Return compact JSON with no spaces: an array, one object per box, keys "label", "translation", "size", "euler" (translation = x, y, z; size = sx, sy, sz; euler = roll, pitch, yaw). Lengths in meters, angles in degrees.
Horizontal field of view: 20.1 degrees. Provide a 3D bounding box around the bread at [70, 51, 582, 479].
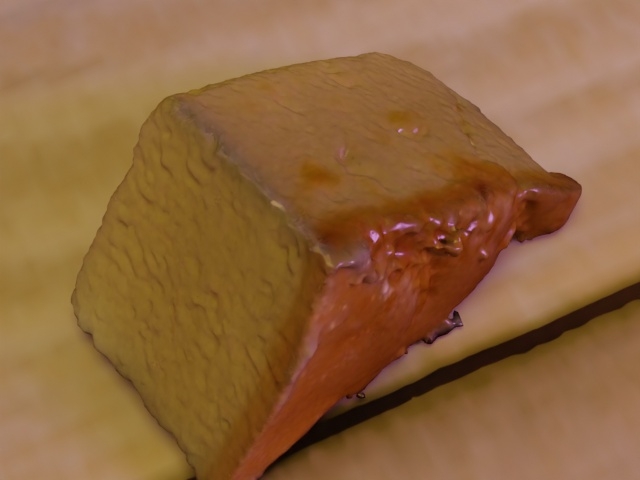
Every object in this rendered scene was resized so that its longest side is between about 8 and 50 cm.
[{"label":"bread","translation":[0.000,0.000,0.477],"size":[0.109,0.080,0.084],"euler":[-17,53,-45]}]
